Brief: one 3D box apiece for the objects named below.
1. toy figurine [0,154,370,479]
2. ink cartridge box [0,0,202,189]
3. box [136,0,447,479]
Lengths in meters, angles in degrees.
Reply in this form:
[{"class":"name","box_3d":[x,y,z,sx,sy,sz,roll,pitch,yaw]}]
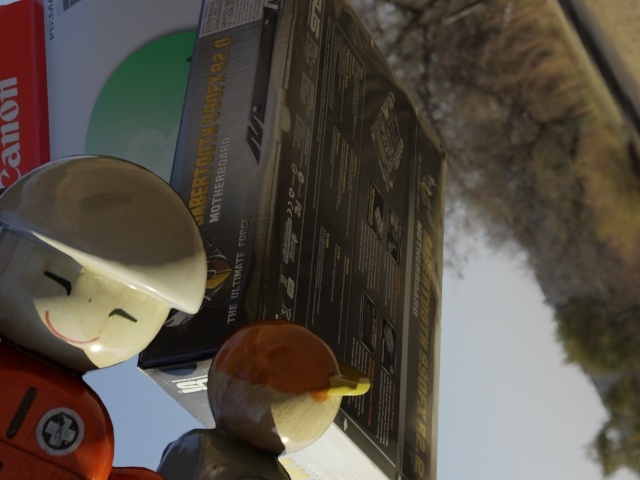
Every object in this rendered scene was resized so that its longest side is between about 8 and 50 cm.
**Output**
[{"class":"toy figurine","box_3d":[-0.108,0.038,0.425,0.213,0.148,0.209,22,173,29]},{"class":"ink cartridge box","box_3d":[-0.139,-0.077,0.736,0.056,0.225,0.181,35,-133,-67]},{"class":"box","box_3d":[0.000,0.000,0.617,0.183,0.056,0.231,51,-145,-47]}]
